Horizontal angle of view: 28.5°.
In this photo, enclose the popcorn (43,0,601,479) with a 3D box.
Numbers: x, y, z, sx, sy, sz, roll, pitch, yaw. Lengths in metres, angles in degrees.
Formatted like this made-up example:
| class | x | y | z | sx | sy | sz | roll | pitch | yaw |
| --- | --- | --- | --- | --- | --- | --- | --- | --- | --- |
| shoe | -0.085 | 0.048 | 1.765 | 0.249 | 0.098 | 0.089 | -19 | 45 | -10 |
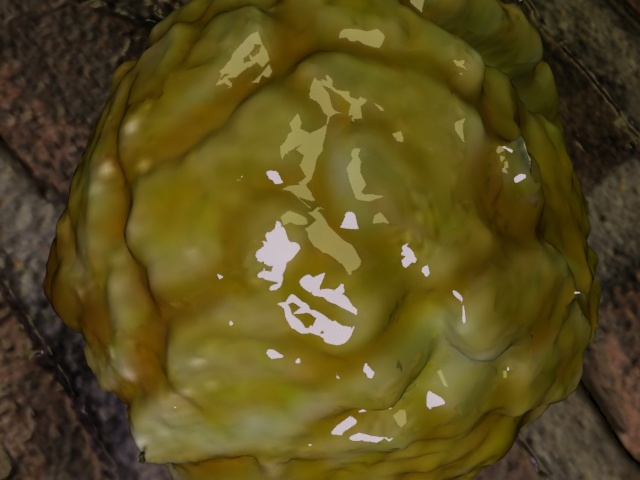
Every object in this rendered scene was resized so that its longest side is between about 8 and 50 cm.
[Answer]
| class | x | y | z | sx | sy | sz | roll | pitch | yaw |
| --- | --- | --- | --- | --- | --- | --- | --- | --- | --- |
| popcorn | 0.005 | -0.005 | 0.606 | 0.246 | 0.282 | 0.282 | -3 | 63 | 18 |
